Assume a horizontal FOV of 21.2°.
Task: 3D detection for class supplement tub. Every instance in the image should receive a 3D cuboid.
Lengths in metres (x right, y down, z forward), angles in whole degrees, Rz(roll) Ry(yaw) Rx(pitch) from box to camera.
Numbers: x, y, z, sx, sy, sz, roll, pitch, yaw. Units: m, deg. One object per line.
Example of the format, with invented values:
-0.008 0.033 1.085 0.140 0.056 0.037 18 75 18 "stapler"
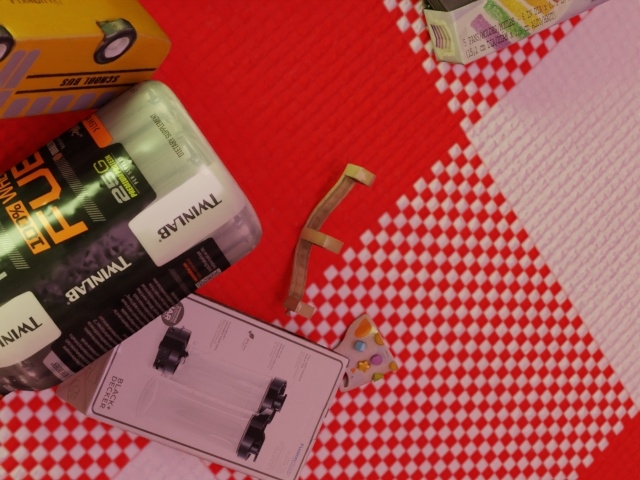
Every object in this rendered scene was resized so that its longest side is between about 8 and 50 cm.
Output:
-0.244 0.009 1.704 0.338 0.207 0.207 -35 117 -4 "supplement tub"

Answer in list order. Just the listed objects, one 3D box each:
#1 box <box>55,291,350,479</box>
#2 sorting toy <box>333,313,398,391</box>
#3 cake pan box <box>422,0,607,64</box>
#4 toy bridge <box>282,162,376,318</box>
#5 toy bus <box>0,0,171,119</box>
-0.127 0.152 1.901 0.290 0.087 0.169 24 88 -32 "box"
0.047 0.145 2.040 0.075 0.045 0.083 -31 116 -1 "sorting toy"
0.218 -0.362 2.014 0.267 0.070 0.246 -24 110 -25 "cake pan box"
0.000 0.000 1.959 0.026 0.063 0.188 26 88 -33 "toy bridge"
-0.284 -0.190 1.619 0.130 0.108 0.332 -48 163 28 "toy bus"
